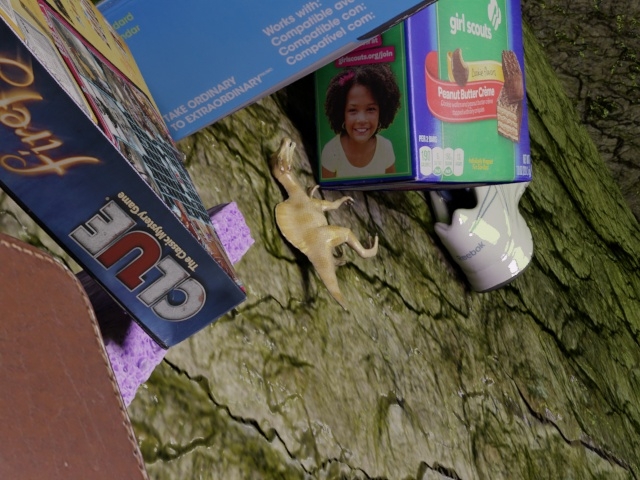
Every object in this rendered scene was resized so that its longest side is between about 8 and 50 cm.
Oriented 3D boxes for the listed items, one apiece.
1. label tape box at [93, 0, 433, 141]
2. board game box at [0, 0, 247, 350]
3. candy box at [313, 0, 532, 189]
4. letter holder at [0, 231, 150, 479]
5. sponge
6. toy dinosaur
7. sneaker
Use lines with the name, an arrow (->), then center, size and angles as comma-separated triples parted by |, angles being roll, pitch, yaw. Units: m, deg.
label tape box -> -0.016, -0.179, 0.812 | 0.115, 0.249, 0.348 | 60, 22, -10
board game box -> -0.123, -0.081, 0.483 | 0.165, 0.042, 0.243 | 52, 4, -39
candy box -> 0.104, -0.212, 1.117 | 0.268, 0.122, 0.317 | -5, 90, -57
letter holder -> -0.208, 0.029, 0.286 | 0.302, 0.152, 0.214 | 16, 50, -62
sponge -> -0.113, 0.046, 0.524 | 0.031, 0.117, 0.210 | 62, 22, -12
toy dinosaur -> 0.000, 0.000, 0.947 | 0.092, 0.053, 0.183 | 12, 46, -45
sneaker -> 0.192, -0.075, 1.376 | 0.129, 0.111, 0.297 | 44, 28, -30
